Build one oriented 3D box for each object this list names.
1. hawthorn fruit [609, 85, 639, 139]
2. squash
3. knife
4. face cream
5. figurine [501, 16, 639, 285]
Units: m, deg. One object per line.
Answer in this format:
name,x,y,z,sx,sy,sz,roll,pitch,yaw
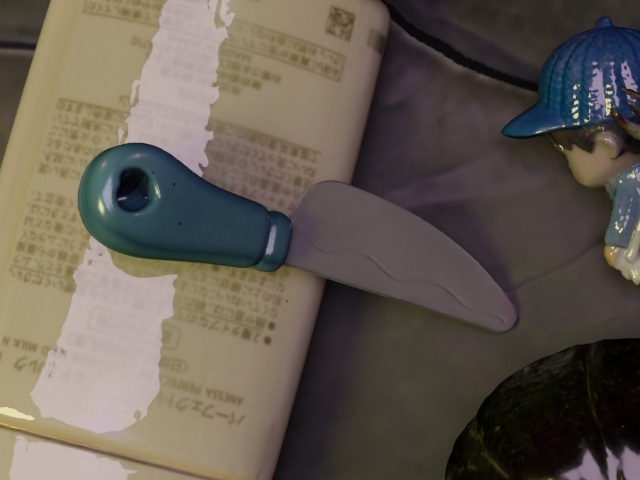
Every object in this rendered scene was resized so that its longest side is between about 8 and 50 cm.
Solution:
hawthorn fruit,0.257,-0.035,0.656,0.299,0.211,0.211,1,80,-20
squash,0.151,0.135,0.676,0.193,0.156,0.193,-6,76,27
knife,0.000,-0.002,0.712,0.244,0.032,0.058,12,74,-29
face cream,-0.085,0.022,0.737,0.174,0.081,0.348,14,82,-4
figurine,0.159,-0.036,0.743,0.086,0.087,0.149,-23,79,-39
